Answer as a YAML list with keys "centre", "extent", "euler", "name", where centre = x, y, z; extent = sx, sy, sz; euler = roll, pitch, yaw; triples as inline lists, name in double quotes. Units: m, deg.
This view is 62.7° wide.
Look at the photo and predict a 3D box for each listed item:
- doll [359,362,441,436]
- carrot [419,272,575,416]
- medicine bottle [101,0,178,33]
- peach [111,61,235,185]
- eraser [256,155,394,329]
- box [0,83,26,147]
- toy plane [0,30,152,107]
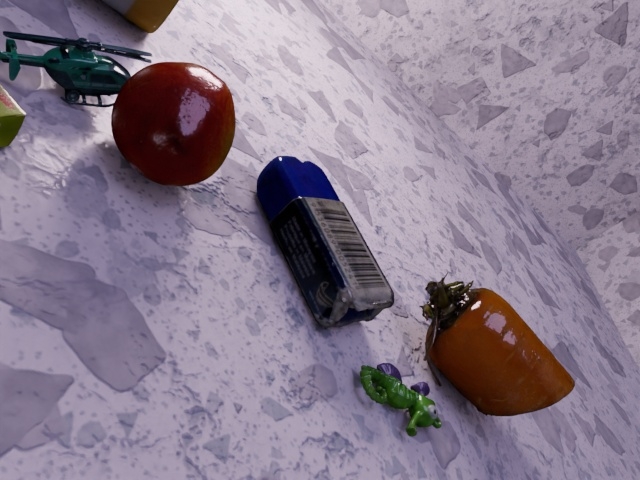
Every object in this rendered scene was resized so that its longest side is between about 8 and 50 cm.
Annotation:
- centre: [0.135, 0.265, 0.883]
  extent: [0.190, 0.050, 0.115]
  euler: [36, 24, -19]
  name: "doll"
- centre: [0.315, 0.209, 1.054]
  extent: [0.331, 0.214, 0.193]
  euler: [52, 11, -1]
  name: "carrot"
- centre: [-0.357, -0.553, 0.975]
  extent: [0.232, 0.238, 0.238]
  euler: [30, 34, -32]
  name: "medicine bottle"
- centre: [-0.215, -0.170, 0.777]
  extent: [0.197, 0.197, 0.197]
  euler: [34, 32, -25]
  name: "peach"
- centre: [0.000, 0.000, 0.959]
  extent: [0.155, 0.101, 0.332]
  euler: [3, 52, -51]
  name: "eraser"
- centre: [-0.484, -0.204, 0.569]
  extent: [0.260, 0.062, 0.175]
  euler: [49, 29, 0]
  name: "box"
- centre: [-0.368, -0.252, 0.759]
  extent: [0.235, 0.096, 0.060]
  euler: [-2, 52, -34]
  name: "toy plane"
